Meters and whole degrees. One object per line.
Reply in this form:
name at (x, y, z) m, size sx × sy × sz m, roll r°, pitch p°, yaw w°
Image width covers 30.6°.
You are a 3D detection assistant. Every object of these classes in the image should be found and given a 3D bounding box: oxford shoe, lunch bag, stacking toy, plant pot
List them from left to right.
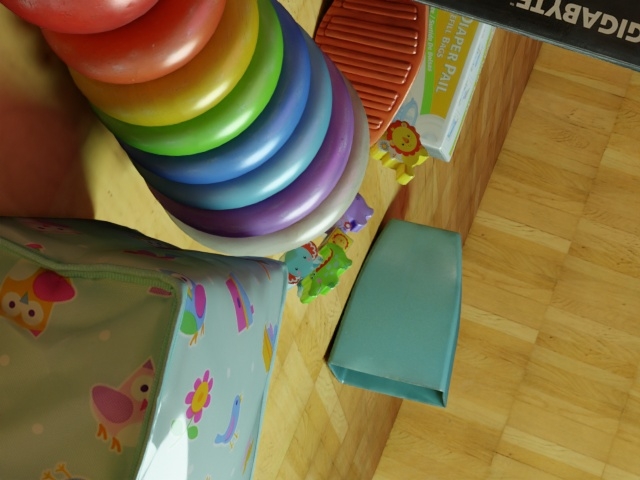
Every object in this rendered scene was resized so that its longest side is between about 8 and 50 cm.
lunch bag at (-0.126, 0.125, 0.601) m, size 0.223 × 0.160 × 0.262 m, roll -6°, pitch 109°, yaw -78°
stacking toy at (-0.067, -0.097, 0.583) m, size 0.330 × 0.141 × 0.141 m, roll 54°, pitch 56°, yaw -71°
stacking toy at (0.000, 0.000, 1.081) m, size 0.221 × 0.052 × 0.167 m, roll -54°, pitch -173°, yaw -36°
oxford shoe at (0.060, -0.213, 1.037) m, size 0.098 × 0.096 × 0.271 m, roll -55°, pitch 162°, yaw -69°
plant pot at (0.125, 0.100, 1.689) m, size 0.165 × 0.165 × 0.234 m, roll 68°, pitch 35°, yaw -72°

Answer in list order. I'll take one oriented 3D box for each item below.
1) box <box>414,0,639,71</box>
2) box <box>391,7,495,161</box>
box at (0.155, -0.299, 0.835) m, size 0.073 × 0.295 × 0.293 m, roll -24°, pitch 134°, yaw -73°
box at (0.115, -0.201, 1.249) m, size 0.103 × 0.114 × 0.203 m, roll 19°, pitch 90°, yaw -78°
